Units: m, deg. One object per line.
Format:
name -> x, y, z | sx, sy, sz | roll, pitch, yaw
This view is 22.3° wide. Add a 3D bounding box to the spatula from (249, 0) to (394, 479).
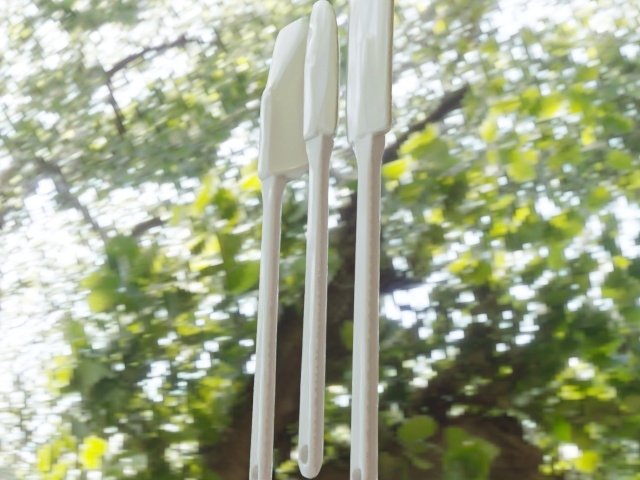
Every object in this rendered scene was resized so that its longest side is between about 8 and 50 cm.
spatula -> 0.000, 0.000, 0.759 | 0.019, 0.168, 0.242 | 5, -100, -24
